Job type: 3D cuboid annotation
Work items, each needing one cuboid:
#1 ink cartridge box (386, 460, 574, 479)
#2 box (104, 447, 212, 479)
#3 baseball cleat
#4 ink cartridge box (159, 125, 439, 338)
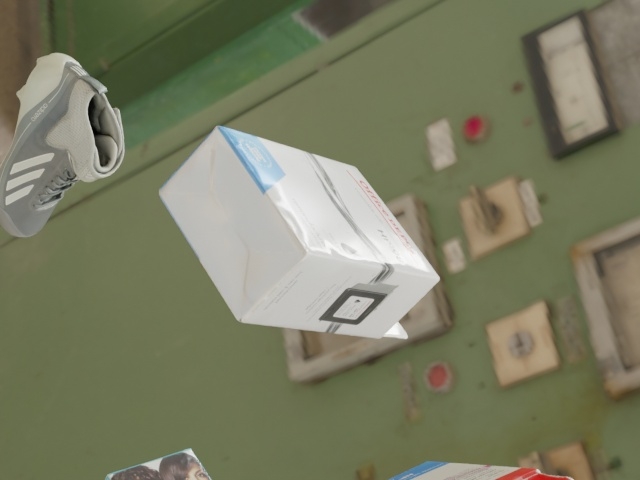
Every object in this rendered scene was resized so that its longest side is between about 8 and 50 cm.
[{"bbox_3d":[0.117,0.239,0.907,0.078,0.231,0.134,-19,89,-21],"label":"ink cartridge box"},{"bbox_3d":[-0.104,0.310,1.139,0.100,0.060,0.244,-12,52,-42],"label":"box"},{"bbox_3d":[-0.236,-0.064,1.121,0.109,0.206,0.072,37,43,20],"label":"baseball cleat"},{"bbox_3d":[0.000,0.000,0.761,0.180,0.060,0.104,11,37,-54],"label":"ink cartridge box"}]
